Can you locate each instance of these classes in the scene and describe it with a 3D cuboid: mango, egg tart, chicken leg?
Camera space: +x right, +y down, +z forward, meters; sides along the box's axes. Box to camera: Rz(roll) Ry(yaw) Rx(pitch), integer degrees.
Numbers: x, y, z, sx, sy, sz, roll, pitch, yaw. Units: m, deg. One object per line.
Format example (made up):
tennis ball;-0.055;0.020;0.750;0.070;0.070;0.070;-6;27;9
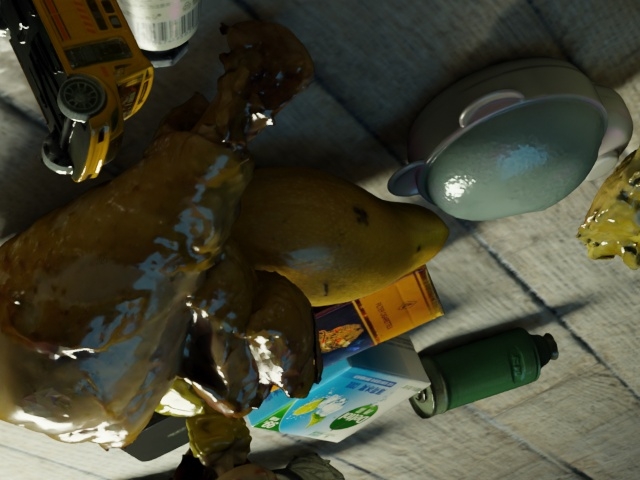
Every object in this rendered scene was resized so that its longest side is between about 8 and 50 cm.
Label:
mango;0.000;0.005;1.630;0.262;0.109;0.157;10;153;-39
egg tart;0.375;-0.061;1.785;0.297;0.132;0.297;-35;159;-15
chicken leg;-0.098;0.013;1.463;0.295;0.182;0.409;27;117;-17

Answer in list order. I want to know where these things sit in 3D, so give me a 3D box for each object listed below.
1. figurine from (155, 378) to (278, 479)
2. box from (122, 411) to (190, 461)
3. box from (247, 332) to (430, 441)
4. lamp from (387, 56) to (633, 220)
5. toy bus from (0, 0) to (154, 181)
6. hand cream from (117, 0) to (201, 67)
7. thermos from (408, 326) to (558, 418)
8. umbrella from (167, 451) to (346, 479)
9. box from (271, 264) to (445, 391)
figurine;-0.100;0.163;1.631;0.168;0.315;0.187;-26;158;6
box;-0.160;0.198;2.034;0.126;0.027;0.125;-27;160;3
box;0.012;0.151;2.035;0.139;0.073;0.194;-34;156;20
lamp;0.185;-0.080;1.656;0.246;0.108;0.179;-2;153;-43
toy bus;-0.155;-0.119;1.157;0.074;0.162;0.069;-16;157;-26
hand cream;-0.105;-0.206;1.164;0.095;0.059;0.276;-17;151;-14
thermos;0.196;0.155;2.226;0.187;0.073;0.083;-15;155;-21
umbrella;-0.124;0.330;2.257;0.357;0.113;0.106;-1;121;-34
box;-0.001;0.074;1.860;0.237;0.070;0.152;-26;157;1
